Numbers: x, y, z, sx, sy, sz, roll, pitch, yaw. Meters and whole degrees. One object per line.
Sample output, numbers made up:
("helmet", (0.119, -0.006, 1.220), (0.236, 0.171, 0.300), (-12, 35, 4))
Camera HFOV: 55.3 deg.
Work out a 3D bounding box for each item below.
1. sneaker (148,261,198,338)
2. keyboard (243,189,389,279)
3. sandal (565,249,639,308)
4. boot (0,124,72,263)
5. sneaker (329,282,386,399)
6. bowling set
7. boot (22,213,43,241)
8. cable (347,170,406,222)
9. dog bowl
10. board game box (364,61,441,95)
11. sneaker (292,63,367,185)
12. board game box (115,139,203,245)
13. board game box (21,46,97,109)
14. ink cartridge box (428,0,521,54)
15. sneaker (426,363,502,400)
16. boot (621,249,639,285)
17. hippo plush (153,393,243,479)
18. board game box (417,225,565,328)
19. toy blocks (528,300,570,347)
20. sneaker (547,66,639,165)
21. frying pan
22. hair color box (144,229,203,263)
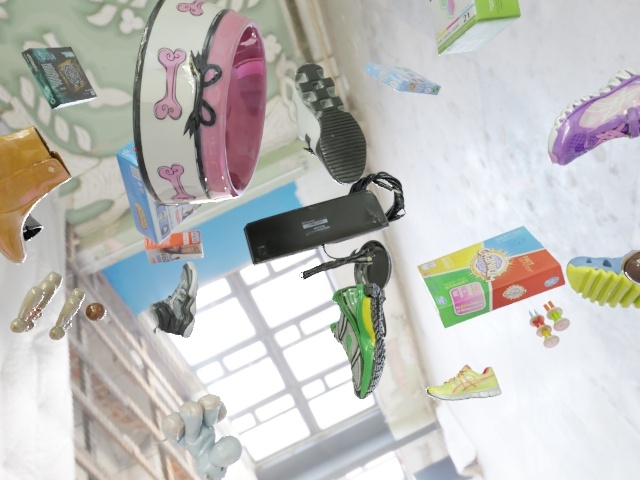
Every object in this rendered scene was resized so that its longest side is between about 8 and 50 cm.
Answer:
("sneaker", (-0.503, 0.197, 2.089), (0.101, 0.153, 0.269), (149, 125, -63))
("keyboard", (0.000, 0.000, 1.351), (0.033, 0.317, 0.201), (80, 173, -53))
("sandal", (0.716, 0.081, 1.396), (0.126, 0.317, 0.138), (105, 176, -58))
("boot", (-0.661, -0.097, 1.377), (0.104, 0.211, 0.295), (-126, 17, -54))
("sneaker", (0.109, 0.295, 1.790), (0.134, 0.146, 0.344), (-10, -83, -68))
("bowling set", (-0.705, 0.208, 1.650), (0.200, 0.154, 0.287), (29, -179, -11))
("boot", (-0.939, -0.088, 1.685), (0.223, 0.118, 0.338), (54, -156, 9))
("cable", (0.147, -0.113, 1.738), (0.047, 0.184, 0.151), (-35, -71, -64))
("dog bowl", (-0.210, -0.259, 1.177), (0.408, 0.150, 0.408), (8, -90, -85))
("board game box", (0.270, -0.527, 1.990), (0.160, 0.211, 0.039), (41, 122, 34))
("sneaker", (0.014, -0.262, 1.508), (0.146, 0.122, 0.331), (120, 135, -59))
("board game box", (-0.382, -0.192, 1.641), (0.086, 0.302, 0.308), (30, 146, 17))
("board game box", (-0.564, -0.358, 1.331), (0.186, 0.026, 0.126), (-78, -35, -72))
("ink cartridge box", (0.287, -0.524, 1.204), (0.189, 0.097, 0.255), (168, 91, -79))
("sneaker", (0.389, 0.390, 1.679), (0.081, 0.208, 0.094), (124, 140, -76))
("boot", (0.660, 0.086, 1.034), (0.207, 0.248, 0.090), (-46, -33, -70))
("hippo plush", (-0.393, 0.674, 1.998), (0.236, 0.294, 0.234), (50, -175, 27))
("board game box", (0.433, 0.089, 1.596), (0.242, 0.316, 0.064), (-102, -11, -65))
("toy blocks", (0.702, 0.241, 1.901), (0.148, 0.054, 0.123), (-105, 28, -56))
("sneaker", (0.491, -0.202, 1.034), (0.104, 0.236, 0.095), (44, 166, 42))
("frying pan", (0.202, 0.137, 2.019), (0.197, 0.053, 0.326), (-62, 38, 30))
("hair color box", (-0.451, 0.021, 1.889), (0.093, 0.167, 0.053), (98, 161, -59))
